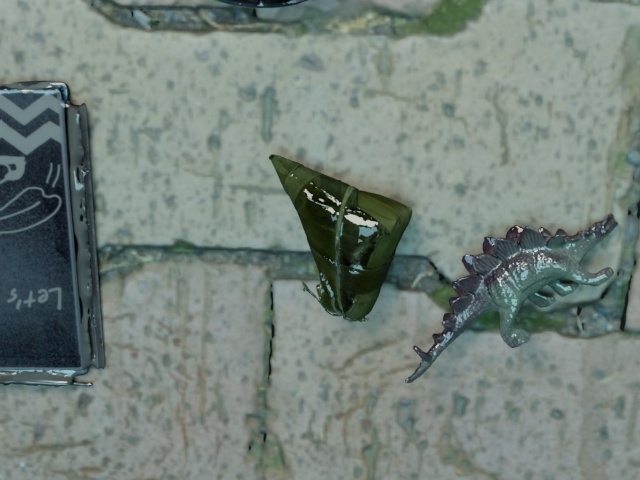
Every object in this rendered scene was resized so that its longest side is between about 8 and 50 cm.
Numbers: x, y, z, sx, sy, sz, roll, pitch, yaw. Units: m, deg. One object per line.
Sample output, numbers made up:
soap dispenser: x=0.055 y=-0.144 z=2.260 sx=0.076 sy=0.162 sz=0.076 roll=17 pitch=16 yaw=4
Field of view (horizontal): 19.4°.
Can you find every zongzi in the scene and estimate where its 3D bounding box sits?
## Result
zongzi: x=0.000 y=0.000 z=1.462 sx=0.119 sy=0.055 sz=0.109 roll=24 pitch=119 yaw=9

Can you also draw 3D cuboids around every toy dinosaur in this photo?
toy dinosaur: x=0.142 y=0.040 z=1.462 sx=0.209 sy=0.039 sz=0.082 roll=-40 pitch=101 yaw=12

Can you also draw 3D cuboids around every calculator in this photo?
calculator: x=-0.262 y=-0.001 z=1.512 sx=0.166 sy=0.028 sz=0.274 roll=2 pitch=118 yaw=4

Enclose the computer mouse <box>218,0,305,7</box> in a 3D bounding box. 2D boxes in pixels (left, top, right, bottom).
computer mouse: x=-0.042 y=-0.270 z=1.311 sx=0.137 sy=0.096 sz=0.233 roll=-1 pitch=114 yaw=8
